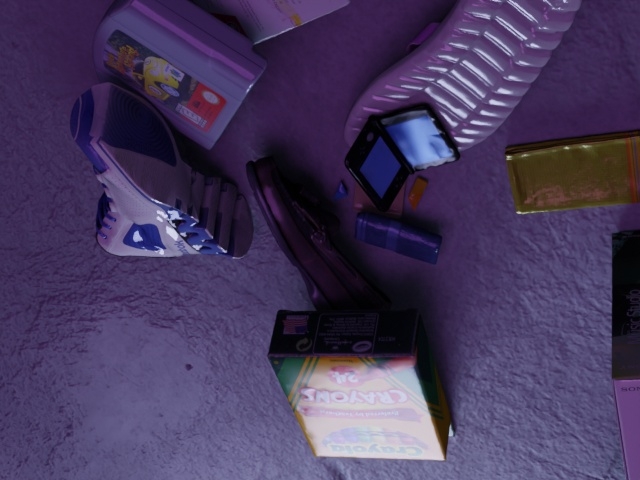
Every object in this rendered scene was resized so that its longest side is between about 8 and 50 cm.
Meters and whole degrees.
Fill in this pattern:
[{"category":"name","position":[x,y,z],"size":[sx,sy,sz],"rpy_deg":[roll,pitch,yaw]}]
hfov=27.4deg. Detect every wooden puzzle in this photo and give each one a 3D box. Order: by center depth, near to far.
[{"category":"wooden puzzle","position":[0.080,-0.067,1.745],"size":[0.116,0.014,0.078],"rpy_deg":[16,120,4]}]

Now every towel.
[{"category":"towel","position":[0.356,-0.085,1.656],"size":[0.237,0.021,0.102],"rpy_deg":[-5,119,18]},{"category":"towel","position":[0.104,-0.007,1.753],"size":[0.120,0.029,0.067],"rpy_deg":[19,159,6]}]

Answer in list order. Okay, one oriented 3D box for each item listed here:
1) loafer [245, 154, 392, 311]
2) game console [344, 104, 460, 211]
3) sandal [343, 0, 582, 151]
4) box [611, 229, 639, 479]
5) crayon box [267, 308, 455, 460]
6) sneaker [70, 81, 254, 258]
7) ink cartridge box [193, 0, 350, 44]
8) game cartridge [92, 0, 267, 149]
[{"category":"loafer","position":[0.000,0.000,1.768],"size":[0.095,0.109,0.302],"rpy_deg":[-24,121,7]},{"category":"game console","position":[0.101,-0.099,1.616],"size":[0.071,0.107,0.122],"rpy_deg":[19,160,37]},{"category":"sandal","position":[0.175,-0.221,1.570],"size":[0.169,0.102,0.416],"rpy_deg":[21,143,-22]},{"category":"box","position":[0.397,0.166,1.622],"size":[0.059,0.322,0.232],"rpy_deg":[-7,119,15]},{"category":"crayon box","position":[0.067,0.219,1.832],"size":[0.202,0.081,0.318],"rpy_deg":[-2,141,17]},{"category":"sneaker","position":[-0.248,-0.057,1.736],"size":[0.182,0.127,0.315],"rpy_deg":[-15,141,29]},{"category":"ink cartridge box","position":[-0.054,-0.324,1.548],"size":[0.176,0.127,0.128],"rpy_deg":[-18,116,25]},{"category":"game cartridge","position":[-0.182,-0.212,1.601],"size":[0.196,0.060,0.294],"rpy_deg":[36,161,-5]}]
